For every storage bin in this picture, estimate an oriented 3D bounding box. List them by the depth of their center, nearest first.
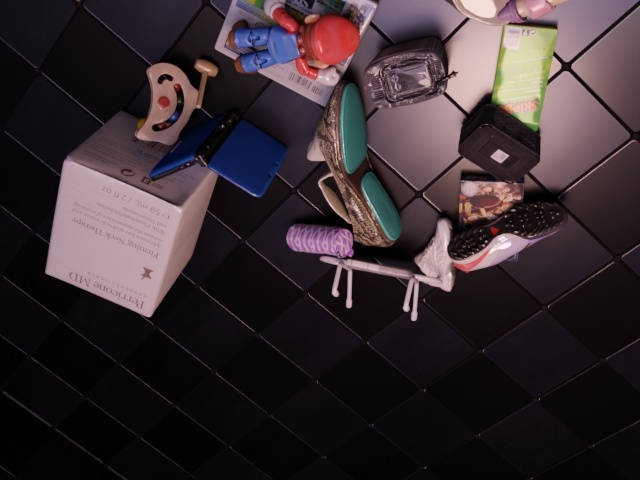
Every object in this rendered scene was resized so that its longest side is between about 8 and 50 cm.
[{"bbox_3d":[0.444,-0.237,1.865,0.180,0.084,0.122,30,137,-14],"label":"storage bin"}]

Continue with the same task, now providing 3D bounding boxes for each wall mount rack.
[{"bbox_3d":[0.165,0.139,2.132,0.350,0.304,0.130,11,84,13],"label":"wall mount rack"}]

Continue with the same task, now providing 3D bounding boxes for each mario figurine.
[{"bbox_3d":[-0.050,-0.482,1.824,0.320,0.170,0.198,2,158,25],"label":"mario figurine"}]

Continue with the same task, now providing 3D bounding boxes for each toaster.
[{"bbox_3d":[0.220,-0.408,1.804,0.227,0.146,0.129,-11,118,21],"label":"toaster"}]

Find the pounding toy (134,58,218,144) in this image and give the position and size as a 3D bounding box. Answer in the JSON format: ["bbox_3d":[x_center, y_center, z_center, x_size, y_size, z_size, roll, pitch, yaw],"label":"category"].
[{"bbox_3d":[-0.393,-0.373,1.948,0.154,0.155,0.269,30,91,-20],"label":"pounding toy"}]

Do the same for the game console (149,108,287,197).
[{"bbox_3d":[-0.259,-0.204,1.962,0.250,0.293,0.173,-19,114,24],"label":"game console"}]

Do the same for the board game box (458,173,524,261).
[{"bbox_3d":[0.455,-0.059,2.023,0.165,0.042,0.243,3,121,12],"label":"board game box"}]

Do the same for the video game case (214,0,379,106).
[{"bbox_3d":[-0.066,-0.532,1.866,0.329,0.036,0.300,28,124,-3],"label":"video game case"}]

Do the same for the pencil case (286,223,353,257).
[{"bbox_3d":[0.000,0.000,2.107,0.206,0.086,0.088,10,151,42],"label":"pencil case"}]

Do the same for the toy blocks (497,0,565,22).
[{"bbox_3d":[0.414,-0.600,1.506,0.260,0.309,0.289,-13,110,42],"label":"toy blocks"}]

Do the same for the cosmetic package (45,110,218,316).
[{"bbox_3d":[-0.513,-0.076,2.085,0.329,0.327,0.394,23,125,-1],"label":"cosmetic package"}]

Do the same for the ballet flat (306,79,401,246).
[{"bbox_3d":[0.065,-0.183,1.989,0.182,0.164,0.483,-2,124,33],"label":"ballet flat"}]

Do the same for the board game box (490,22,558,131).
[{"bbox_3d":[0.484,-0.390,1.816,0.124,0.039,0.259,9,121,9],"label":"board game box"}]

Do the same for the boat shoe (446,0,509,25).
[{"bbox_3d":[0.297,-0.603,1.710,0.335,0.095,0.112,25,127,-8],"label":"boat shoe"}]

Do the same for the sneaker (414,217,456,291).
[{"bbox_3d":[0.318,0.040,2.094,0.115,0.090,0.232,6,121,15],"label":"sneaker"}]

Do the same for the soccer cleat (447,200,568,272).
[{"bbox_3d":[0.493,-0.006,1.973,0.318,0.109,0.116,-23,143,15],"label":"soccer cleat"}]
